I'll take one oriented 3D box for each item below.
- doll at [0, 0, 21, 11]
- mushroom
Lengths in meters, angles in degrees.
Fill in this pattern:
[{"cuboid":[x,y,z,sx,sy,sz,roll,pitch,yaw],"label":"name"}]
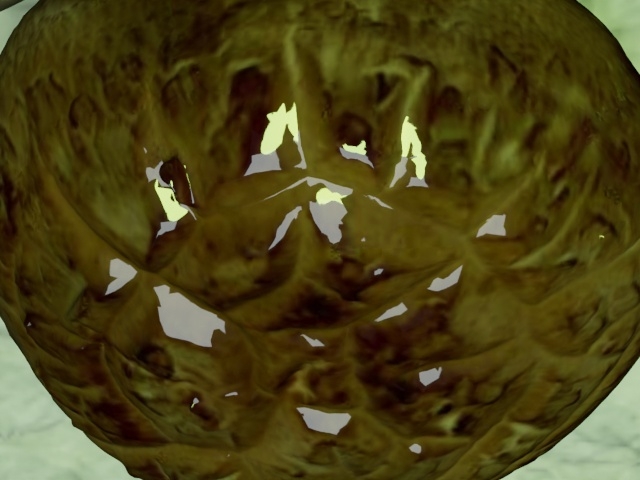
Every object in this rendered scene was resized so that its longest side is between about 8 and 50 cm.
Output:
[{"cuboid":[-0.092,-0.236,0.398,0.215,0.226,0.370,-37,115,-13],"label":"doll"},{"cuboid":[0.000,0.000,0.594,0.253,0.153,0.253,3,134,3],"label":"mushroom"}]
